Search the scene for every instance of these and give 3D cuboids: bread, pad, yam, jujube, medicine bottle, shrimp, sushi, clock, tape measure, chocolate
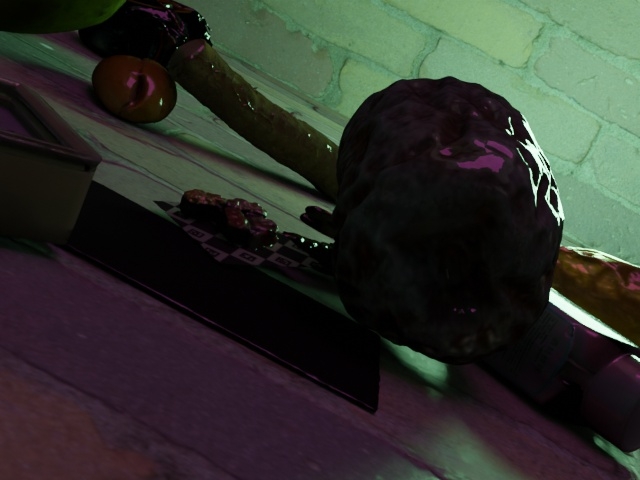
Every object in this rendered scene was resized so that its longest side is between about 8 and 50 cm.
[{"bbox_3d":[-0.240,-0.203,1.320,0.114,0.077,0.189,29,8,-16],"label":"bread"},{"bbox_3d":[-0.085,0.033,0.806,0.299,0.005,0.202,28,11,-2],"label":"pad"},{"bbox_3d":[-0.067,-0.159,1.393,0.356,0.081,0.081,37,4,-36],"label":"yam"},{"bbox_3d":[0.112,-0.030,0.935,0.226,0.226,0.317,26,22,-10],"label":"jujube"},{"bbox_3d":[0.246,0.119,0.986,0.119,0.094,0.188,18,15,-46],"label":"medicine bottle"},{"bbox_3d":[0.001,-0.003,1.065,0.195,0.035,0.148,13,23,-38],"label":"shrimp"},{"bbox_3d":[-0.071,-0.016,0.922,0.120,0.026,0.126,3,26,-43],"label":"sushi"},{"bbox_3d":[-0.261,-0.072,0.661,0.192,0.071,0.147,14,18,-42],"label":"clock"},{"bbox_3d":[-0.301,-0.361,1.719,0.222,0.135,0.202,25,19,13],"label":"tape measure"},{"bbox_3d":[0.387,0.095,1.281,0.445,0.162,0.162,26,11,-2],"label":"chocolate"}]

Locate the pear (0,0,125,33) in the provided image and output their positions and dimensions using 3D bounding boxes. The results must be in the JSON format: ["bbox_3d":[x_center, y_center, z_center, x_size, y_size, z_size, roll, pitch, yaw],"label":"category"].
[{"bbox_3d":[-0.408,-0.438,1.305,0.413,0.352,0.352,23,12,-26],"label":"pear"}]
